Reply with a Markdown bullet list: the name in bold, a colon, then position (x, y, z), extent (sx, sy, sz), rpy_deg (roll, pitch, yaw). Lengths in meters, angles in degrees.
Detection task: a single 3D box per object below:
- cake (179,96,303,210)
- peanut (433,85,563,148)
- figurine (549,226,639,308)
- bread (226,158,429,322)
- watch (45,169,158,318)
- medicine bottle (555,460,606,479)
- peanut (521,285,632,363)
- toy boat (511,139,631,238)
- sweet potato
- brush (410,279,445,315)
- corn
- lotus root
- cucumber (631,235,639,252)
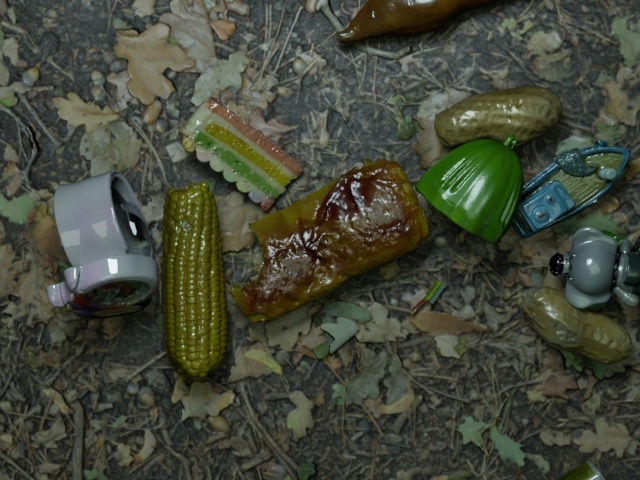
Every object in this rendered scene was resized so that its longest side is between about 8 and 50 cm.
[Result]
- **cake**: position (-0.149, -0.159, 1.528), extent (0.225, 0.090, 0.109), rpy_deg (38, 91, 0)
- **peanut**: position (0.313, -0.212, 1.493), extent (0.226, 0.095, 0.108), rpy_deg (-7, 90, 4)
- **figurine**: position (0.496, 0.051, 1.474), extent (0.192, 0.126, 0.147), rpy_deg (9, 89, 11)
- **bread**: position (0.000, 0.000, 1.520), extent (0.380, 0.109, 0.185), rpy_deg (-28, 92, 6)
- **watch**: position (-0.391, 0.009, 1.507), extent (0.196, 0.244, 0.231), rpy_deg (-18, 71, 1)
- **medicine bottle**: position (0.450, 0.507, 1.534), extent (0.188, 0.088, 0.132), rpy_deg (-33, 91, 5)
- **peanut**: position (0.456, 0.155, 1.515), extent (0.214, 0.099, 0.099), rpy_deg (24, 95, -5)
- **toy boat**: position (0.438, -0.096, 1.493), extent (0.238, 0.098, 0.109), rpy_deg (-34, 94, 4)
- **sweet potato**: position (0.194, -0.424, 1.482), extent (0.359, 0.112, 0.112), rpy_deg (-20, 92, 7)
- **brush**: position (0.197, 0.110, 1.558), extent (0.021, 0.019, 0.083), rpy_deg (40, 93, -9)
- **corn**: position (-0.227, 0.075, 1.532), extent (0.120, 0.120, 0.363), rpy_deg (0, 92, 3)
- **lotus root**: position (0.281, -0.109, 1.447), extent (0.186, 0.186, 0.186), rpy_deg (0, 94, 3)
- **cucumber**: position (0.631, -0.035, 1.506), extent (0.052, 0.058, 0.214), rpy_deg (37, 101, -29)
